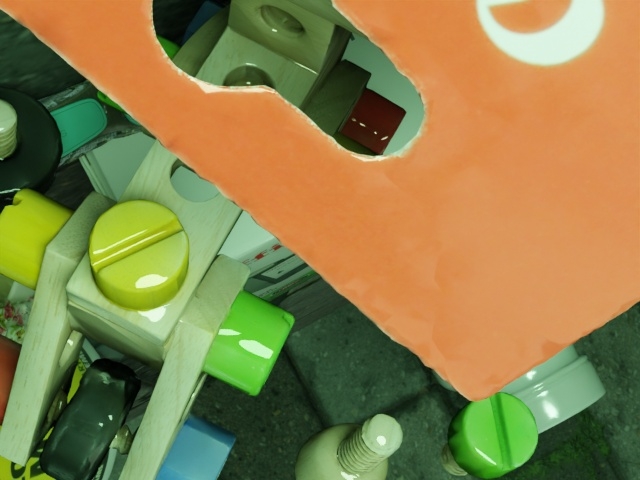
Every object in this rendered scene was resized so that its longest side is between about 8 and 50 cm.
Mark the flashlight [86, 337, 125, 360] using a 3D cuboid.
[{"bbox_3d":[-0.220,0.111,1.189,0.304,0.103,0.103,-37,-165,44],"label":"flashlight"}]

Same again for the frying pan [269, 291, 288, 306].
[{"bbox_3d":[-0.013,-0.011,1.028,0.326,0.053,0.197,-22,-150,-24],"label":"frying pan"}]

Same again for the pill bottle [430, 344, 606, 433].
[{"bbox_3d":[0.169,0.050,1.346,0.176,0.318,0.176,-27,173,-4],"label":"pill bottle"}]

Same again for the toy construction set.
[{"bbox_3d":[-0.015,-0.004,0.489,0.257,0.309,0.237,-34,171,-25],"label":"toy construction set"}]

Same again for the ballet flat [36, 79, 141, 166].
[{"bbox_3d":[-0.109,-0.069,0.643,0.114,0.041,0.041,-26,172,-19],"label":"ballet flat"}]

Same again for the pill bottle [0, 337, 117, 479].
[{"bbox_3d":[-0.276,0.137,0.800,0.188,0.188,0.334,-31,173,14],"label":"pill bottle"}]

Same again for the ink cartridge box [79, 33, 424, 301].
[{"bbox_3d":[-0.013,-0.050,0.792,0.198,0.114,0.273,-29,173,4],"label":"ink cartridge box"}]

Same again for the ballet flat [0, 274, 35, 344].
[{"bbox_3d":[-0.213,0.028,0.738,0.077,0.091,0.241,-55,169,15],"label":"ballet flat"}]

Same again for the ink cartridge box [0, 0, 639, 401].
[{"bbox_3d":[0.096,-0.103,0.208,0.385,0.308,0.091,-33,-146,25],"label":"ink cartridge box"}]
